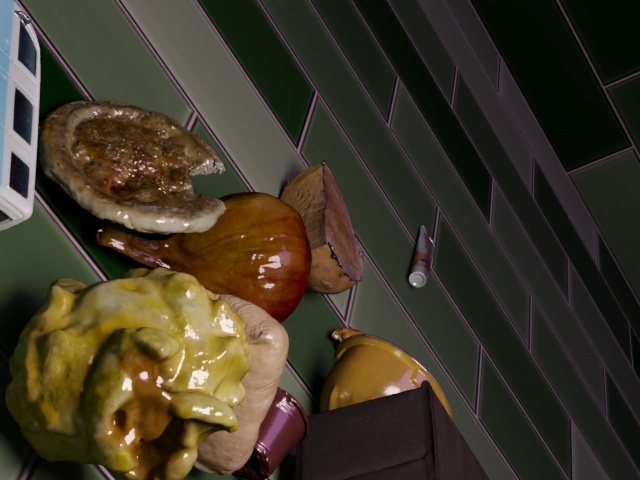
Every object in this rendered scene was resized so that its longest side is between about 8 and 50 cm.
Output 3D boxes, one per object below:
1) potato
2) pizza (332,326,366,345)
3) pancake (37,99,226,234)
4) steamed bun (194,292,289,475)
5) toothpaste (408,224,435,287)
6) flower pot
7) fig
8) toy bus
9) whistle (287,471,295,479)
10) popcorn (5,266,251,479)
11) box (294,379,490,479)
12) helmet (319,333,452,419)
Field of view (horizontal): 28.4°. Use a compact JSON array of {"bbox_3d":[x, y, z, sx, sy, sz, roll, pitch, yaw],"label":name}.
[{"bbox_3d":[0.000,0.000,1.994,0.138,0.098,0.243,56,20,-33],"label":"potato"},{"bbox_3d":[0.065,0.191,2.036,0.160,0.036,0.099,30,43,-54],"label":"pizza"},{"bbox_3d":[-0.227,-0.095,1.542,0.254,0.037,0.253,22,34,-15],"label":"pancake"},{"bbox_3d":[-0.152,0.150,1.475,0.110,0.231,0.212,-12,40,-43],"label":"steamed bun"},{"bbox_3d":[0.201,0.033,2.470,0.056,0.036,0.205,58,21,-16],"label":"toothpaste"},{"bbox_3d":[-0.080,0.251,1.612,0.111,0.111,0.089,57,40,-22],"label":"flower pot"},{"bbox_3d":[-0.159,0.017,1.617,0.290,0.190,0.190,10,51,-17],"label":"fig"},{"bbox_3d":[-0.369,-0.141,1.296,0.165,0.133,0.271,44,35,-52],"label":"toy bus"},{"bbox_3d":[-0.026,0.383,1.676,0.033,0.033,0.176,42,35,-45],"label":"whistle"},{"bbox_3d":[-0.198,0.130,1.296,0.255,0.256,0.194,52,-33,38],"label":"popcorn"},{"bbox_3d":[0.120,0.402,1.702,0.251,0.205,0.345,-87,153,-48],"label":"box"},{"bbox_3d":[0.075,0.271,1.845,0.140,0.205,0.256,-45,135,-36],"label":"helmet"}]
